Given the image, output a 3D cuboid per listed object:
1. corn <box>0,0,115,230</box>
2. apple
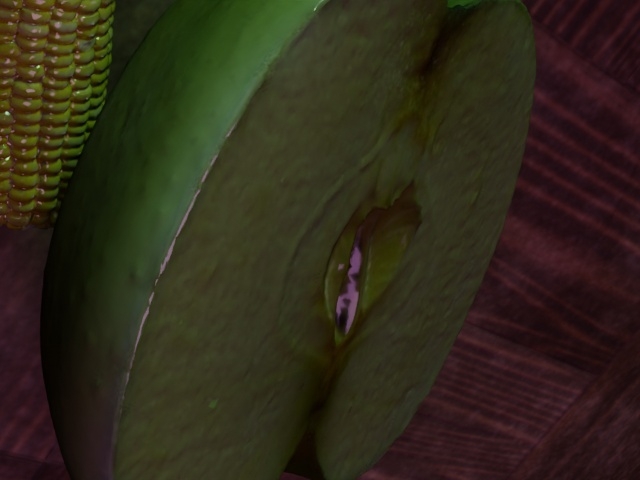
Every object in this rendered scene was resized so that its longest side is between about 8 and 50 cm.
[{"bbox_3d":[-0.163,-0.119,0.650,0.093,0.093,0.244,-2,125,-28],"label":"corn"},{"bbox_3d":[0.000,0.000,0.692,0.311,0.320,0.360,13,107,-14],"label":"apple"}]
